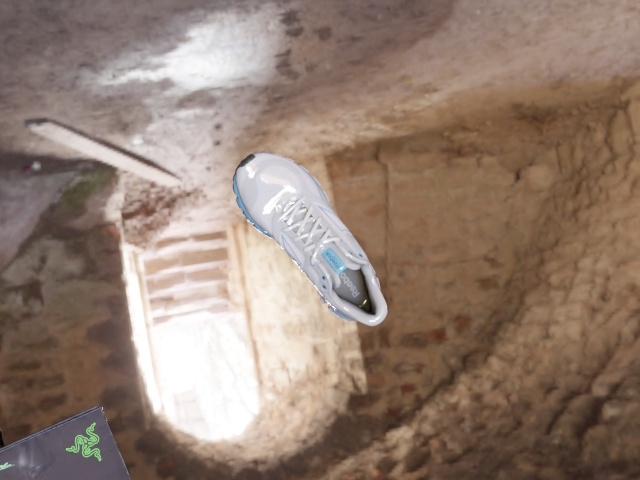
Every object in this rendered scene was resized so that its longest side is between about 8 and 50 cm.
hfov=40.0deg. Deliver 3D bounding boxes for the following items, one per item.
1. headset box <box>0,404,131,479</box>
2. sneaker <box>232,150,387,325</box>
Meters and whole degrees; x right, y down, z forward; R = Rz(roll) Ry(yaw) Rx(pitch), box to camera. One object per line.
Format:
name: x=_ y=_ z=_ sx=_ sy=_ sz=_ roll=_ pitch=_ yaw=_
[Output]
headset box: x=-0.307 y=0.336 z=0.909 sx=0.246 sy=0.283 sz=0.131 roll=-20 pitch=174 yaw=-35
sneaker: x=0.000 y=0.000 z=0.763 sx=0.071 sy=0.190 sz=0.083 roll=-42 pitch=-163 yaw=-3
